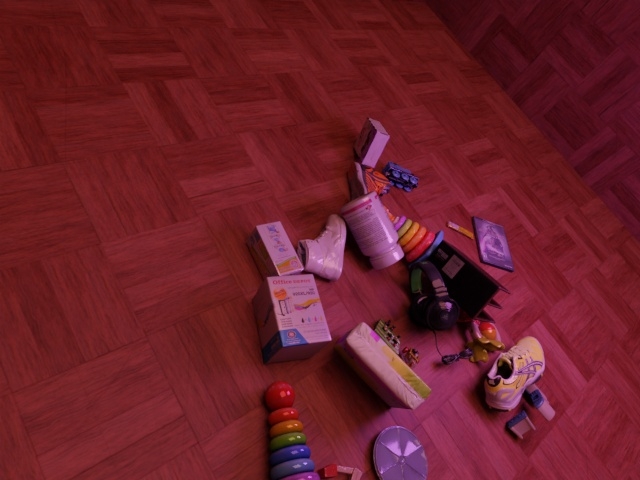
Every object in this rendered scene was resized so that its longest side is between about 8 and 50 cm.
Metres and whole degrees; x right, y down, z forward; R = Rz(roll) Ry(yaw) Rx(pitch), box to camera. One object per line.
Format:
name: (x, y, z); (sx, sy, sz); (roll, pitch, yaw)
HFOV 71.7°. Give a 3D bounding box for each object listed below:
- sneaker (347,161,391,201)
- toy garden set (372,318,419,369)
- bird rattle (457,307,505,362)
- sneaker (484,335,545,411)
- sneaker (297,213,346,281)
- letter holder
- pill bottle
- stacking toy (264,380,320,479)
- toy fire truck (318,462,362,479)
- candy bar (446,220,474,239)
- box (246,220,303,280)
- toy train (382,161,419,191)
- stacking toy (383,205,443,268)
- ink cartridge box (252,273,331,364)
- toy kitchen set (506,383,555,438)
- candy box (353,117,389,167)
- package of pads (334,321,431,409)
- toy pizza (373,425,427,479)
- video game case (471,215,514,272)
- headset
sneaker: (0.233, -0.211, 1.949); (0.180, 0.124, 0.321); (11, 54, -21)
toy garden set: (0.272, 0.358, 1.525); (0.204, 0.049, 0.244); (49, 7, 9)
bird rattle: (0.647, 0.370, 1.810); (0.207, 0.143, 0.253); (15, 38, -34)
sneaker: (0.755, 0.483, 1.701); (0.385, 0.145, 0.147); (-36, 119, -39)
sneaker: (0.000, 0.000, 1.685); (0.169, 0.108, 0.292); (19, 52, -21)
letter holder: (0.579, 0.163, 1.723); (0.214, 0.152, 0.302); (20, 21, -44)
pill bottle: (0.208, -0.038, 1.751); (0.160, 0.160, 0.283); (-33, 97, -40)
stacking toy: (-0.092, 0.561, 1.243); (0.141, 0.141, 0.330); (5, 50, -26)
toy fire truck: (0.095, 0.714, 1.280); (0.192, 0.047, 0.135); (6, 55, -26)
candy bar: (0.683, -0.051, 2.159); (0.161, 0.018, 0.040); (24, 46, -12)
box: (-0.162, 0.052, 1.553); (0.103, 0.114, 0.203); (-14, 66, -37)
toy train: (0.389, -0.308, 2.137); (0.184, 0.080, 0.105); (16, 46, -19)
stacking toy: (0.344, -0.041, 1.858); (0.302, 0.166, 0.175); (41, 52, -2)
ink cartridge box: (-0.098, 0.248, 1.415); (0.171, 0.168, 0.232); (-1, 58, -28)
toy kitchen set: (0.778, 0.633, 1.709); (0.122, 0.166, 0.207); (50, 13, 9)
candy box: (0.233, -0.457, 2.056); (0.070, 0.165, 0.196); (15, 30, -19)
package of pads: (0.187, 0.409, 1.425); (0.101, 0.229, 0.296); (-42, 82, -19)
toy pizza: (0.249, 0.692, 1.391); (0.201, 0.032, 0.201); (16, 52, -21)
video game case: (0.858, 0.016, 2.207); (0.196, 0.026, 0.274); (17, 53, -19)
headset: (0.449, 0.265, 1.667); (0.185, 0.243, 0.394); (-11, 83, -9)
